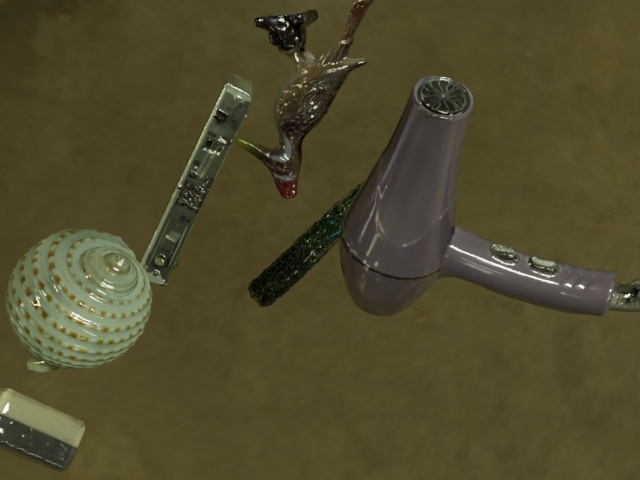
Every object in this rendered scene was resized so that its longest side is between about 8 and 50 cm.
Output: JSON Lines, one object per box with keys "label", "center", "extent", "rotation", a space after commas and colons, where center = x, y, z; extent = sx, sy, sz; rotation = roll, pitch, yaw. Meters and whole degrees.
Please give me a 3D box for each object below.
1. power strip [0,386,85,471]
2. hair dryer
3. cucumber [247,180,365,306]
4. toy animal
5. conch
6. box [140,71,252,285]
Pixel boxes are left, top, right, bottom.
{"label": "power strip", "center": [-0.362, 0.216, 1.737], "extent": [0.105, 0.256, 0.070], "rotation": [28, 75, -20]}
{"label": "hair dryer", "center": [0.206, -0.005, 1.505], "extent": [0.361, 0.121, 0.301], "rotation": [17, 138, 0]}
{"label": "cucumber", "center": [0.000, -0.001, 1.882], "extent": [0.256, 0.044, 0.043], "rotation": [-42, 89, 26]}
{"label": "toy animal", "center": [-0.016, -0.137, 1.371], "extent": [0.105, 0.070, 0.202], "rotation": [17, 102, 16]}
{"label": "conch", "center": [-0.284, 0.068, 1.628], "extent": [0.200, 0.131, 0.172], "rotation": [-35, 64, 16]}
{"label": "box", "center": [-0.157, -0.082, 1.893], "extent": [0.045, 0.211, 0.270], "rotation": [25, 98, -7]}
